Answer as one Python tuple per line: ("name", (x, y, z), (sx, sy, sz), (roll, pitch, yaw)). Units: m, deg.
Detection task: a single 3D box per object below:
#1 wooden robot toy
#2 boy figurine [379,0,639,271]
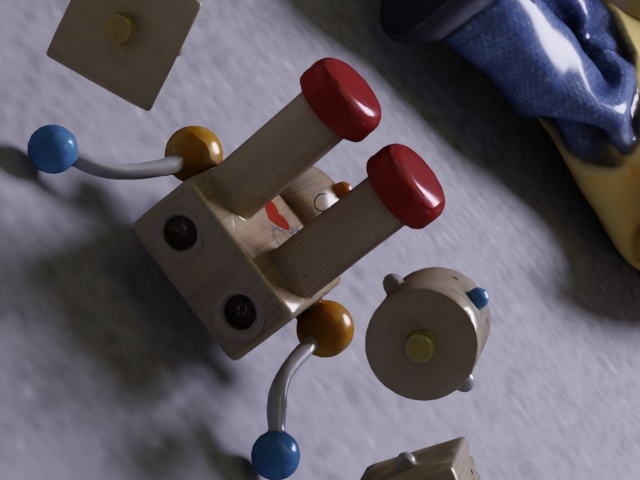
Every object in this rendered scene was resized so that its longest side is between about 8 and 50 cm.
("wooden robot toy", (0.000, 0.000, 0.436), (0.173, 0.076, 0.079), (54, 15, 0))
("boy figurine", (0.142, -0.044, 0.698), (0.285, 0.092, 0.177), (35, 28, -28))
